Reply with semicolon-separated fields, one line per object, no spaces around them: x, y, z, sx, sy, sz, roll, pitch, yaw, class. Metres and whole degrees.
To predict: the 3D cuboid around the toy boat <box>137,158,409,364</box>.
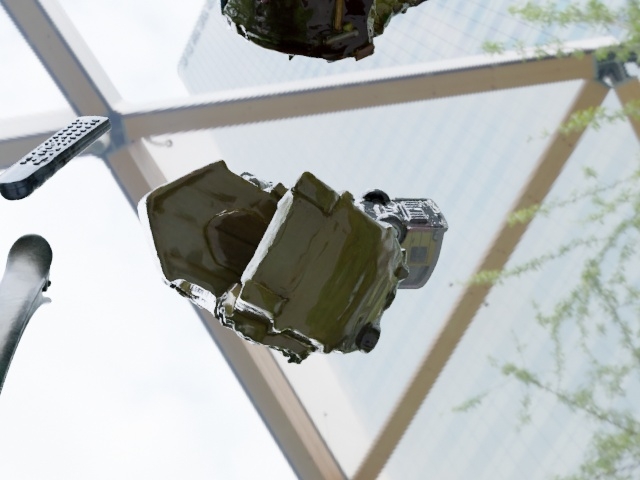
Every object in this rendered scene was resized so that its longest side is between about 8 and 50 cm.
-0.058;-0.001;0.650;0.162;0.445;0.136;29;-96;-14;toy boat

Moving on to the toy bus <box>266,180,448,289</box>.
0.000;0.000;0.952;0.268;0.092;0.106;1;-61;-11;toy bus

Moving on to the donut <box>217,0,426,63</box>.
0.023;-0.235;0.693;0.230;0.216;0.096;-25;-49;-18;donut

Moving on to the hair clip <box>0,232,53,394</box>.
-0.243;0.073;0.661;0.039;0.229;0.070;6;-66;-8;hair clip

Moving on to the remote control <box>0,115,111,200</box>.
-0.272;-0.086;0.880;0.043;0.152;0.027;-1;-56;28;remote control
